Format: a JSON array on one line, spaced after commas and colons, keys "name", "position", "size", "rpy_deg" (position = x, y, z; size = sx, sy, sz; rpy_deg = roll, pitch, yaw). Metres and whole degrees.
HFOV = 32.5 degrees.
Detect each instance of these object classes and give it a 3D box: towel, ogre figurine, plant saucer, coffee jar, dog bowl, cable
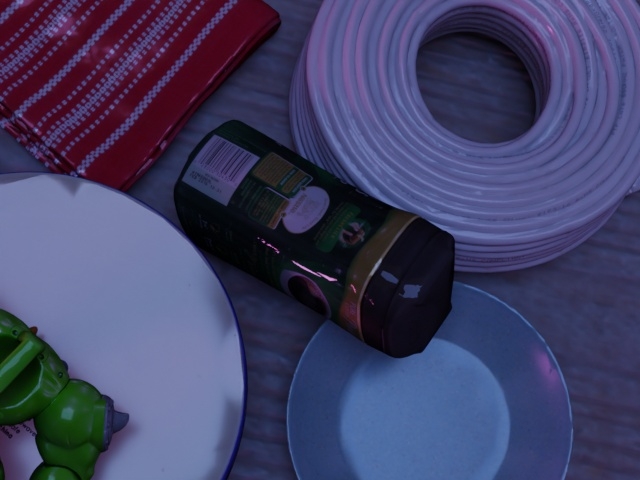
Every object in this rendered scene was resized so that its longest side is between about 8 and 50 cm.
[{"name": "towel", "position": [-0.188, -0.177, 0.787], "size": [0.275, 0.031, 0.199], "rpy_deg": [40, 75, 3]}, {"name": "ogre figurine", "position": [-0.189, 0.093, 0.584], "size": [0.197, 0.097, 0.118], "rpy_deg": [43, 83, 8]}, {"name": "plant saucer", "position": [0.072, 0.124, 0.745], "size": [0.195, 0.037, 0.194], "rpy_deg": [2, 77, -7]}, {"name": "coffee jar", "position": [0.000, 0.000, 0.709], "size": [0.184, 0.096, 0.079], "rpy_deg": [30, 68, 20]}, {"name": "dog bowl", "position": [-0.177, 0.094, 0.688], "size": [0.265, 0.104, 0.264], "rpy_deg": [1, 78, -7]}, {"name": "cable", "position": [0.110, -0.104, 0.773], "size": [0.257, 0.089, 0.257], "rpy_deg": [-36, 84, -13]}]
